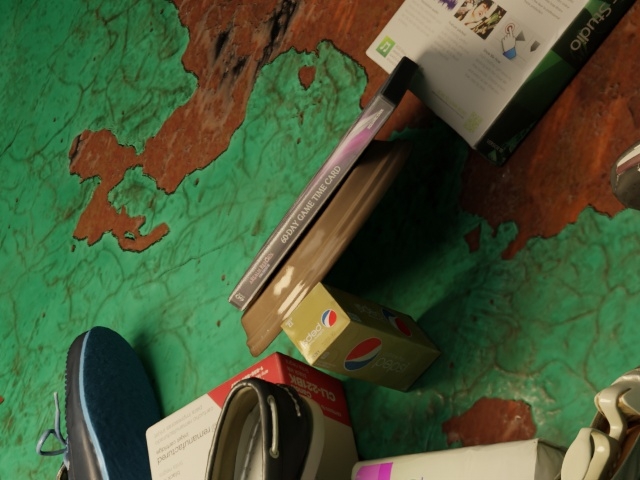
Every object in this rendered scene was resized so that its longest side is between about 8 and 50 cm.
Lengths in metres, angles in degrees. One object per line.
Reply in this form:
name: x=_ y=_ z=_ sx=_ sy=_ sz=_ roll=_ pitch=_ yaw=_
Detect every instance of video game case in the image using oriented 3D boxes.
video game case: x=0.005 y=-0.063 z=1.641 sx=0.274 sy=0.026 sz=0.196 roll=-52 pitch=3 yaw=20

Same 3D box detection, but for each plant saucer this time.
plant saucer: x=0.000 y=0.000 z=1.621 sx=0.278 sy=0.041 sz=0.278 roll=-54 pitch=3 yaw=5

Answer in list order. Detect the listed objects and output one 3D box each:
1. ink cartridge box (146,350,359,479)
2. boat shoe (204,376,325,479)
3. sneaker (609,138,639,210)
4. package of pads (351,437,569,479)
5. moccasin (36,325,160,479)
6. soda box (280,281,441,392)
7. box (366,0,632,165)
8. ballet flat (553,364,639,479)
ink cartridge box: x=-0.059 y=0.285 z=1.595 sx=0.197 sy=0.114 sz=0.273 roll=-33 pitch=51 yaw=26
boat shoe: x=-0.077 y=0.279 z=1.466 sx=0.114 sy=0.091 sz=0.302 roll=-9 pitch=64 yaw=38
sneaker: x=0.381 y=-0.025 z=1.357 sx=0.281 sy=0.106 sz=0.162 roll=-14 pitch=63 yaw=37
package of pads: x=0.128 y=0.334 z=1.406 sx=0.229 sy=0.101 sz=0.296 roll=-14 pitch=61 yaw=39
moccasin: x=-0.258 y=0.260 z=1.782 sx=0.117 sy=0.138 sz=0.342 roll=-35 pitch=48 yaw=31
soda box: x=0.043 y=0.099 z=1.545 sx=0.061 sy=0.181 sz=0.058 roll=-48 pitch=56 yaw=13
box: x=0.216 y=-0.267 z=1.671 sx=0.322 sy=0.058 sz=0.232 roll=-52 pitch=44 yaw=11
ballet flat: x=0.256 y=0.168 z=1.348 sx=0.072 sy=0.068 sz=0.213 roll=0 pitch=48 yaw=49
